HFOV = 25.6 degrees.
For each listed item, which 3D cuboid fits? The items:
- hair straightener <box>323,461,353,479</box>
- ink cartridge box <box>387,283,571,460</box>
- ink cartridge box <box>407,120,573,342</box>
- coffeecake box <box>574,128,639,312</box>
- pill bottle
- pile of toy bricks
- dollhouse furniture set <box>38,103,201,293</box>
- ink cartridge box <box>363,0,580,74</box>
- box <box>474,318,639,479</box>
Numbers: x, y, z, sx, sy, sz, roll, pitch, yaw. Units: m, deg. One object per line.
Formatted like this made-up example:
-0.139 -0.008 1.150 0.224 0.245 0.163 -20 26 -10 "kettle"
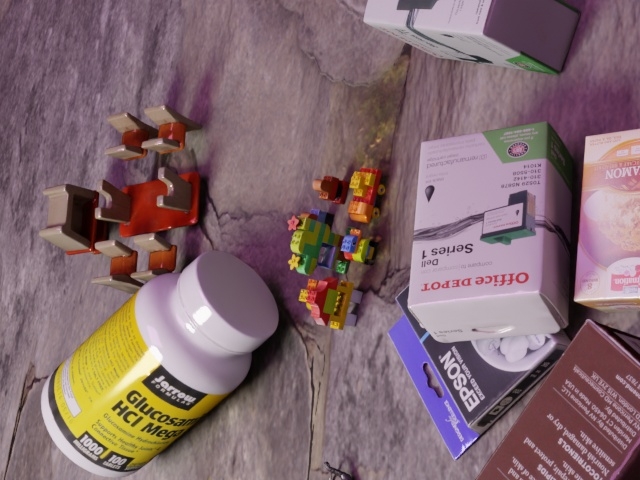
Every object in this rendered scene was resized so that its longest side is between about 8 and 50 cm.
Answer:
0.013 0.383 1.707 0.089 0.047 0.230 -28 57 36 "hair straightener"
0.170 0.113 1.641 0.208 0.045 0.206 -49 48 25 "ink cartridge box"
0.192 -0.008 1.569 0.160 0.092 0.219 -9 58 25 "ink cartridge box"
0.350 -0.022 1.483 0.142 0.068 0.185 -6 73 44 "coffeecake box"
-0.216 0.165 1.915 0.334 0.188 0.188 -42 50 29 "pill bottle"
0.000 0.000 1.809 0.118 0.105 0.212 8 82 47 "pile of toy bricks"
-0.287 -0.046 2.137 0.259 0.135 0.262 -9 70 32 "dollhouse furniture set"
0.177 -0.270 1.685 0.208 0.153 0.086 17 90 49 "ink cartridge box"
0.250 0.280 1.392 0.381 0.191 0.143 -57 44 16 "box"
